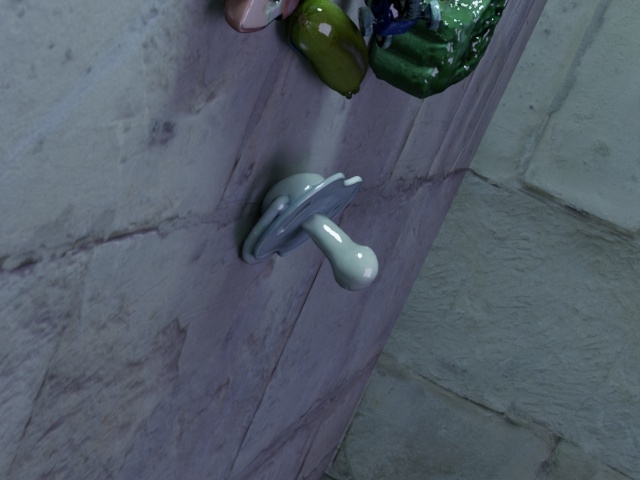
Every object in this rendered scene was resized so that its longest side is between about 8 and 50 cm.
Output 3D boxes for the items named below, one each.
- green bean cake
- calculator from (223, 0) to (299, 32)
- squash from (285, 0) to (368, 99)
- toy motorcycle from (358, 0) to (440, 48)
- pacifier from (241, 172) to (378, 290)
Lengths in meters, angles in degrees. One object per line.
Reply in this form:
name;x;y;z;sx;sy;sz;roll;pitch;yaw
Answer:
green bean cake;0.240;-0.440;1.689;0.308;0.169;0.300;-40;154;-55
calculator;-0.025;-0.379;1.104;0.330;0.048;0.220;-48;159;-53
squash;0.024;-0.286;1.363;0.094;0.094;0.341;-63;164;-1
toy motorcycle;0.104;-0.379;1.301;0.315;0.113;0.169;-168;-108;-84
pacifier;0.000;0.000;1.535;0.238;0.226;0.287;-46;167;9
